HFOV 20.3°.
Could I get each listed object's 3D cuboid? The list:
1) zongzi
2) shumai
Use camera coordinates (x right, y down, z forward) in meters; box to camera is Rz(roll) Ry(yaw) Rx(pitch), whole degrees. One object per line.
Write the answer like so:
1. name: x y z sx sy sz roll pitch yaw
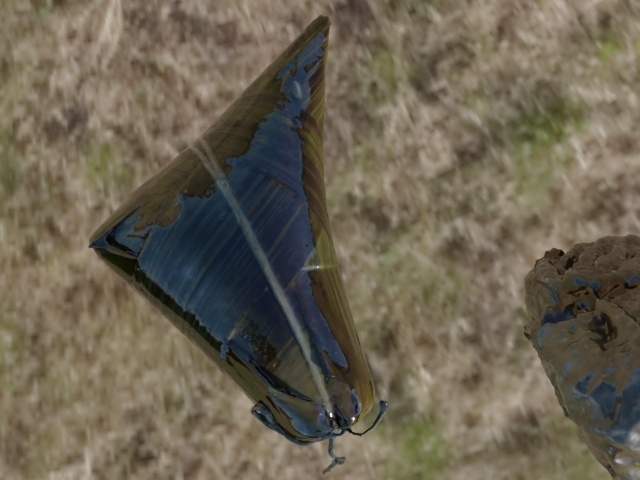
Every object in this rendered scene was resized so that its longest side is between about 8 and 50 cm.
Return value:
1. zongzi: 0.000 0.000 0.971 0.187 0.084 0.184 44 87 10
2. shumai: 0.268 0.155 1.476 0.217 0.346 0.283 4 111 5
